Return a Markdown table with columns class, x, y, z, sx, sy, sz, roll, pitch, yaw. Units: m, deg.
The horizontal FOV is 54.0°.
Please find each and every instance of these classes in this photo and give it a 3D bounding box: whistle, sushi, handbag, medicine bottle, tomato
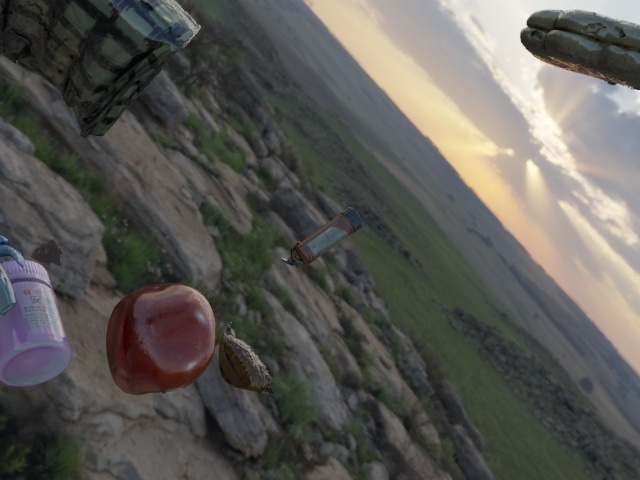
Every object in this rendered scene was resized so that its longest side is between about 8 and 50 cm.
| class | x | y | z | sx | sy | sz | roll | pitch | yaw |
| --- | --- | --- | --- | --- | --- | --- | --- | --- | --- |
| whistle | -0.797 | 0.057 | 1.470 | 0.269 | 0.180 | 0.093 | 50 | -7 | 16 |
| sushi | -0.282 | 0.438 | 2.197 | 0.287 | 0.149 | 0.140 | 47 | 21 | 20 |
| handbag | -0.454 | -0.406 | 1.189 | 0.325 | 0.327 | 0.163 | 44 | 33 | -19 |
| medicine bottle | -0.755 | 0.207 | 1.605 | 0.178 | 0.178 | 0.291 | 30 | 21 | -51 |
| tomato | -0.449 | 0.274 | 1.766 | 0.325 | 0.293 | 0.290 | -160 | -116 | -64 |

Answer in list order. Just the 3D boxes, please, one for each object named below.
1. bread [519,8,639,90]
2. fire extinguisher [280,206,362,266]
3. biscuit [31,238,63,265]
| class | x | y | z | sx | sy | sz | roll | pitch | yaw |
| --- | --- | --- | --- | --- | --- | --- | --- | --- | --- |
| bread | 0.496 | -0.383 | 1.207 | 0.183 | 0.102 | 0.337 | 17 | 16 | -21 |
| fire extinguisher | 0.000 | 0.000 | 1.248 | 0.050 | 0.177 | 0.062 | 47 | -13 | 34 |
| biscuit | -0.803 | 0.041 | 1.842 | 0.092 | 0.016 | 0.082 | -19 | 87 | -44 |
